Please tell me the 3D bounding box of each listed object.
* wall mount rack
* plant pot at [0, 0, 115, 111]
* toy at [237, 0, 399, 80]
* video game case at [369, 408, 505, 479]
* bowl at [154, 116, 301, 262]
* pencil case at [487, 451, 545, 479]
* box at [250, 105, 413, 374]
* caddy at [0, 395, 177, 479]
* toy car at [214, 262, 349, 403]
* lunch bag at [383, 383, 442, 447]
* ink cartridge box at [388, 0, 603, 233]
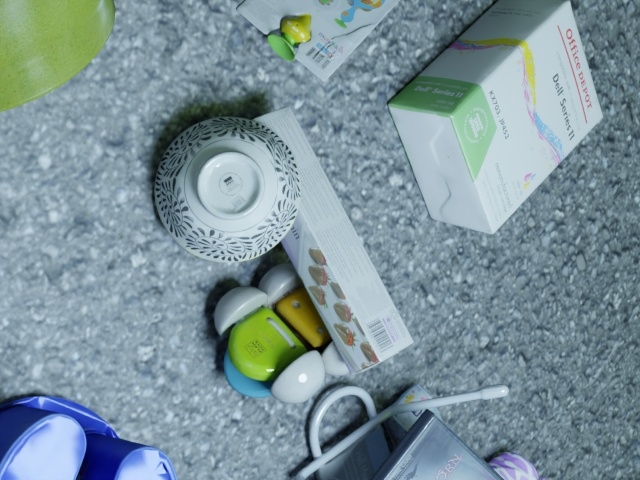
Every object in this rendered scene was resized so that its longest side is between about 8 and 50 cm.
[{"bbox_3d":[0.126,0.339,1.976,0.304,0.130,0.350,-31,123,-25],"label":"wall mount rack"},{"bbox_3d":[-0.333,-0.307,1.237,0.366,0.366,0.353,-44,140,-29],"label":"plant pot"},{"bbox_3d":[0.021,-0.304,1.759,0.237,0.137,0.056,-48,175,-25],"label":"toy"},{"bbox_3d":[0.157,0.369,1.920,0.196,0.026,0.274,-51,129,-8],"label":"video game case"},{"bbox_3d":[-0.103,-0.060,1.630,0.170,0.080,0.170,0,88,-5],"label":"bowl"},{"bbox_3d":[0.240,0.396,2.159,0.206,0.088,0.086,-34,125,-36],"label":"pencil case"},{"bbox_3d":[0.000,0.000,1.717,0.067,0.063,0.324,-27,87,-41],"label":"box"},{"bbox_3d":[-0.297,0.332,1.524,0.241,0.179,0.341,27,69,-30],"label":"caddy"},{"bbox_3d":[-0.047,0.129,1.776,0.182,0.159,0.136,-29,158,-42],"label":"toy car"},{"bbox_3d":[0.130,0.253,2.036,0.071,0.053,0.083,-40,118,-33],"label":"lunch bag"},{"bbox_3d":[0.271,-0.201,2.015,0.353,0.119,0.207,-45,128,-29],"label":"ink cartridge box"}]
